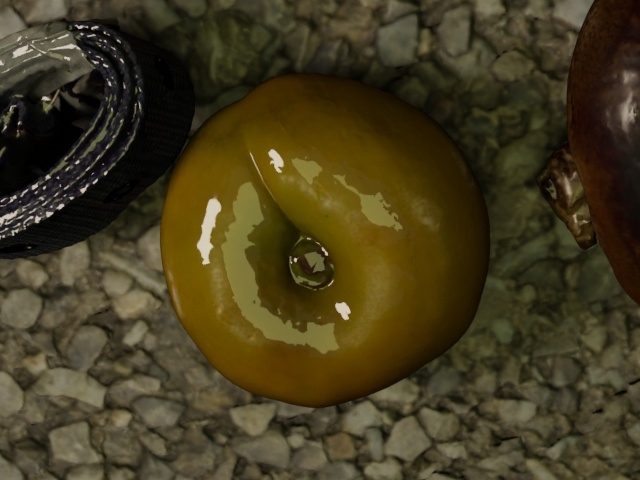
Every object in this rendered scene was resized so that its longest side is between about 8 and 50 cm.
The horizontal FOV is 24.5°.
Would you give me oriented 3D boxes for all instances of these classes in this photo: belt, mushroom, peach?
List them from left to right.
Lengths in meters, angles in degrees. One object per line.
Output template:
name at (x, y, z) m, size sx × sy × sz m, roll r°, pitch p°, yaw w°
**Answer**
belt at (-0.204, -0.070, 1.085) m, size 0.231 × 0.126 × 0.139 m, roll -30°, pitch 78°, yaw 15°
peach at (0.000, 0.000, 1.082) m, size 0.251 × 0.153 × 0.251 m, roll 2°, pitch 102°, yaw 9°
mushroom at (0.285, -0.067, 1.015) m, size 0.278 × 0.163 × 0.297 m, roll -22°, pitch 109°, yaw 13°
